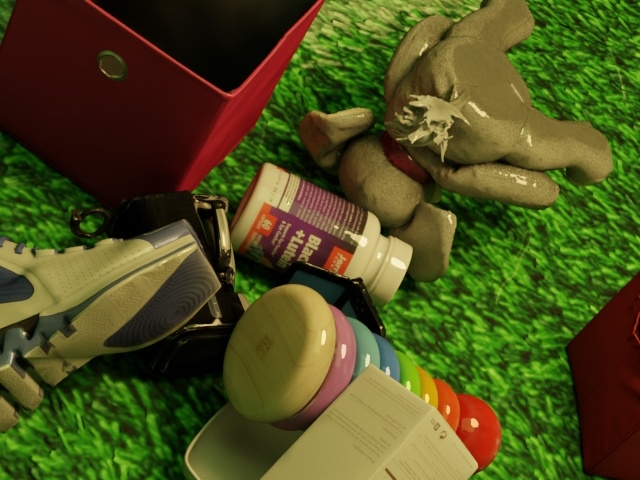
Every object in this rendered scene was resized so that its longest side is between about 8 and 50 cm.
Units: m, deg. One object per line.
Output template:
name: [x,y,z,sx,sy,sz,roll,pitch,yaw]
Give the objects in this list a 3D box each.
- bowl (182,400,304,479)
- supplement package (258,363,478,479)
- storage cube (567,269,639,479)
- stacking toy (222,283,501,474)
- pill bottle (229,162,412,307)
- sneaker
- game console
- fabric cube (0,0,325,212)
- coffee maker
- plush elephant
bowl: [-0.062,0.234,1.480,0.142,0.053,0.142,40,46,6]
supplement package: [0.038,0.226,1.376,0.179,0.105,0.105,-45,40,-10]
storage cube: [0.417,0.162,1.694,0.215,0.193,0.183,12,51,-18]
stacking toy: [0.061,0.162,1.516,0.330,0.141,0.141,28,43,-38]
pill bottle: [0.000,0.000,1.655,0.193,0.108,0.108,26,48,-8]
sneaker: [-0.272,0.043,1.419,0.315,0.127,0.182,-30,60,-8]
game console: [0.000,0.091,1.574,0.071,0.122,0.107,-9,61,-32]
fabric cube: [-0.184,-0.212,1.620,0.254,0.258,0.259,36,47,0]
coffee maker: [-0.159,0.050,1.542,0.171,0.120,0.178,-12,59,-11]
plush elephant: [0.133,-0.108,1.735,0.330,0.255,0.272,-22,77,-46]
